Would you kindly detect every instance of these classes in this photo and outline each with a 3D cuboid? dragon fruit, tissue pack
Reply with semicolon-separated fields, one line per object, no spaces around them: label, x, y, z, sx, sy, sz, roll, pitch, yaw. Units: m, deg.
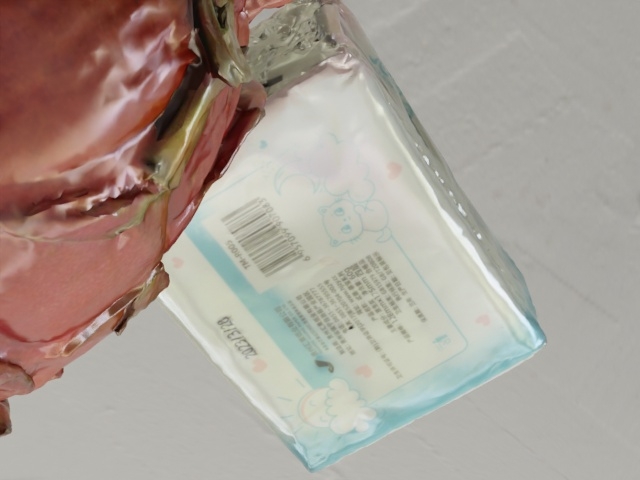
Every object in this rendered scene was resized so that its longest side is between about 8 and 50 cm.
dragon fruit;-0.178;-0.058;0.628;0.277;0.277;0.342;38;-80;15
tissue pack;-0.002;0.001;0.939;0.201;0.271;0.124;-32;-147;8
